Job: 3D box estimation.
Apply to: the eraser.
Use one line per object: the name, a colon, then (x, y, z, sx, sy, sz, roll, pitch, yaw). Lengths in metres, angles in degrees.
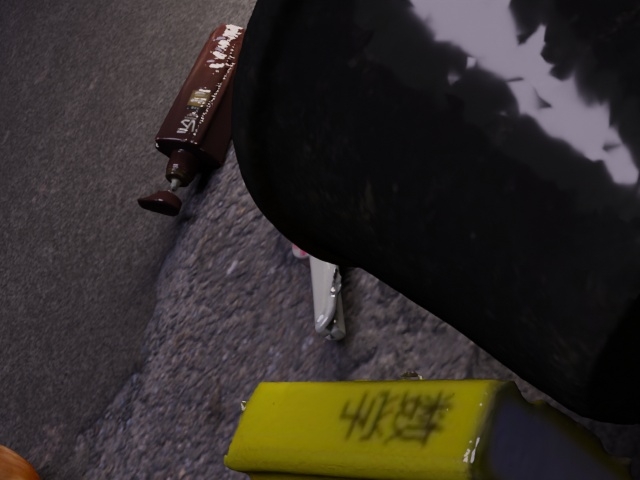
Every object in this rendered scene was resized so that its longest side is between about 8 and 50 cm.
eraser: (0.066, 0.143, 0.715, 0.226, 0.158, 0.069, -8, 51, 46)

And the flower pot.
flower pot: (0.157, -0.048, 0.655, 0.379, 0.379, 0.251, -43, 55, 14)

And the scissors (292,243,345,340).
scissors: (0.000, 0.000, 1.040, 0.118, 0.030, 0.242, -36, 34, 25)

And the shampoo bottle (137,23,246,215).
shampoo bottle: (-0.135, -0.134, 1.295, 0.068, 0.067, 0.236, -4, 55, 37)

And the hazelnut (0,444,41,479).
hazelnut: (-0.354, 0.254, 1.129, 0.150, 0.150, 0.150, -31, 39, 29)
